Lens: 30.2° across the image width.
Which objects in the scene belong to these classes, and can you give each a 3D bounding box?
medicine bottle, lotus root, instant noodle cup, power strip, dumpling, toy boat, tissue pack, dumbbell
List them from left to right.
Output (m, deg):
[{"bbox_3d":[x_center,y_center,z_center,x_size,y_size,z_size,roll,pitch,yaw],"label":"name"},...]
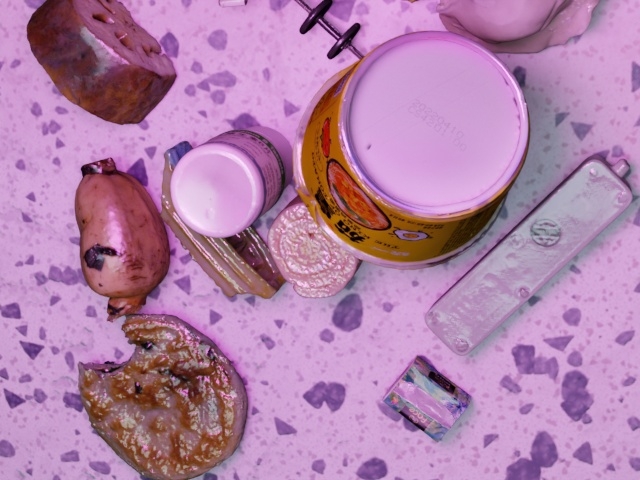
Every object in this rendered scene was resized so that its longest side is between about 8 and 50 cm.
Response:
[{"bbox_3d":[-0.342,-0.287,1.817,0.235,0.138,0.119,46,120,-7],"label":"lotus root"},{"bbox_3d":[-0.314,-0.002,1.862,0.140,0.154,0.257,-11,98,22],"label":"lotus root"},{"bbox_3d":[-0.165,-0.020,1.843,0.084,0.111,0.276,-34,95,25],"label":"toy boat"},{"bbox_3d":[-0.119,-0.095,1.745,0.139,0.237,0.139,4,105,14],"label":"medicine bottle"},{"bbox_3d":[0.013,-0.312,1.745,0.147,0.069,0.069,43,110,1],"label":"dumbbell"},{"bbox_3d":[0.133,-0.130,1.604,0.325,0.254,0.326,1,84,-6],"label":"instant noodle cup"},{"bbox_3d":[0.164,0.250,1.846,0.111,0.079,0.085,38,109,3],"label":"tissue pack"},{"bbox_3d":[0.280,-0.335,1.640,0.258,0.147,0.193,-21,135,41],"label":"dumpling"},{"bbox_3d":[0.314,0.017,1.759,0.091,0.062,0.385,44,110,0],"label":"power strip"}]

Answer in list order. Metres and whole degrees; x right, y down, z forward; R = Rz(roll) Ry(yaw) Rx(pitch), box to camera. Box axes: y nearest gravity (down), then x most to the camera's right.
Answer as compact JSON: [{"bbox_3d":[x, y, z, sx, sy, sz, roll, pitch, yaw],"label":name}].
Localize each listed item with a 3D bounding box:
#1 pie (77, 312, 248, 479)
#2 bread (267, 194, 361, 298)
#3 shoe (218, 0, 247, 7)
[{"bbox_3d":[-0.261,0.265,1.965,0.302,0.067,0.302,3,103,13],"label":"pie"},{"bbox_3d":[0.000,0.000,1.793,0.134,0.141,0.148,-21,99,14],"label":"bread"},{"bbox_3d":[-0.105,-0.431,1.705,0.351,0.172,0.198,23,143,-11],"label":"shoe"}]
